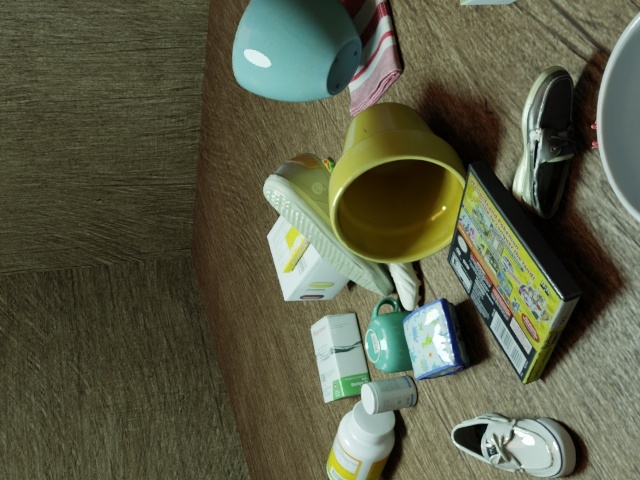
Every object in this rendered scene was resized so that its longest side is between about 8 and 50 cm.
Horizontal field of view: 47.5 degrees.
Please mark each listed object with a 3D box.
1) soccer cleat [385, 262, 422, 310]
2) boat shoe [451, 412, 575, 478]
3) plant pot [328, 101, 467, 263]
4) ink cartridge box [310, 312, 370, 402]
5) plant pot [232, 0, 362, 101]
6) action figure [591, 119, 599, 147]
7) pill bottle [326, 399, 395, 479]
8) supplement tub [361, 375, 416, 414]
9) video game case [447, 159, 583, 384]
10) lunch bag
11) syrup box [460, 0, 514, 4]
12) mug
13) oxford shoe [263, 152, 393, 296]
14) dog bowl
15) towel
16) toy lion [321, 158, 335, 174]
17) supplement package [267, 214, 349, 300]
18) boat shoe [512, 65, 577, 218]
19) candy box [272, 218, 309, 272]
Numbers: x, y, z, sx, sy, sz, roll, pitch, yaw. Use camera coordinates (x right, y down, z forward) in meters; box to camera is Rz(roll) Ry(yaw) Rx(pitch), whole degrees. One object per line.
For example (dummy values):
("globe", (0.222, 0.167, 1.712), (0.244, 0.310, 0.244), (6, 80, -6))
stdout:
("soccer cleat", (0.164, 0.052, 1.535), (0.068, 0.076, 0.196), (166, 97, -70))
("boat shoe", (0.308, 0.335, 1.200), (0.267, 0.088, 0.096), (175, 89, -70))
("plant pot", (0.137, -0.126, 1.354), (0.239, 0.254, 0.254), (-93, 12, -48))
("ink cartridge box", (0.051, 0.307, 1.900), (0.153, 0.087, 0.208), (135, 126, -65))
("plant pot", (-0.025, -0.422, 1.598), (0.195, 0.290, 0.290), (32, 135, 20))
("action figure", (0.364, -0.137, 0.926), (0.115, 0.030, 0.038), (-27, -62, -80))
("pill bottle", (0.101, 0.489, 1.741), (0.245, 0.136, 0.136), (104, 153, -42))
("supplement tub", (0.151, 0.340, 1.603), (0.071, 0.107, 0.071), (174, 90, -70))
("video game case", (0.293, 0.053, 1.153), (0.248, 0.035, 0.275), (90, 159, -51))
("lunch bag", (0.225, 0.188, 1.379), (0.151, 0.096, 0.129), (109, 150, -68))
("syrup box", (0.292, -0.408, 1.024), (0.237, 0.096, 0.093), (-172, 75, -69))
("mug", (0.151, 0.215, 1.584), (0.158, 0.097, 0.129), (-129, 38, -56))
("oxford shoe", (0.049, -0.023, 1.534), (0.169, 0.130, 0.449), (18, 157, 44))
("dog bowl", (0.417, -0.130, 0.749), (0.265, 0.104, 0.265), (175, 90, -70))
("towel", (0.094, -0.473, 1.640), (0.237, 0.037, 0.329), (139, 123, -65))
("toy lion", (0.019, -0.166, 1.945), (0.100, 0.034, 0.096), (-116, 36, -44))
("supplement package", (0.000, 0.000, 1.805), (0.262, 0.145, 0.204), (-54, 45, 46))
("boat shoe", (0.331, -0.133, 1.034), (0.073, 0.080, 0.223), (-129, 33, -48))
("candy box", (-0.057, -0.023, 1.730), (0.206, 0.027, 0.105), (-56, 41, 44))
